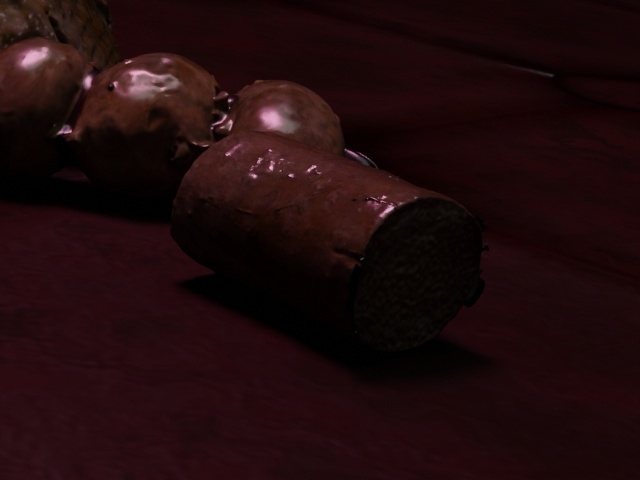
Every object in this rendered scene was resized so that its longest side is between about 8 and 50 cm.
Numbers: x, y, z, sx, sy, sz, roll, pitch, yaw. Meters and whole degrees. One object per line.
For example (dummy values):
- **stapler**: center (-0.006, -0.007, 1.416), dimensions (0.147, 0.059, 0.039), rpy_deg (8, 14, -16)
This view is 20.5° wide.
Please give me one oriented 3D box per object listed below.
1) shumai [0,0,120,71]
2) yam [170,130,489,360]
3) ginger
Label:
- **shumai**: center (-0.198, -0.109, 1.037), dimensions (0.142, 0.184, 0.184), rpy_deg (-23, 14, 8)
- **yam**: center (0.002, -0.003, 0.793), dimensions (0.084, 0.084, 0.127), rpy_deg (-7, 25, -44)
- **ginger**: center (-0.088, -0.058, 0.932), dimensions (0.204, 0.080, 0.104), rpy_deg (11, 22, 2)
